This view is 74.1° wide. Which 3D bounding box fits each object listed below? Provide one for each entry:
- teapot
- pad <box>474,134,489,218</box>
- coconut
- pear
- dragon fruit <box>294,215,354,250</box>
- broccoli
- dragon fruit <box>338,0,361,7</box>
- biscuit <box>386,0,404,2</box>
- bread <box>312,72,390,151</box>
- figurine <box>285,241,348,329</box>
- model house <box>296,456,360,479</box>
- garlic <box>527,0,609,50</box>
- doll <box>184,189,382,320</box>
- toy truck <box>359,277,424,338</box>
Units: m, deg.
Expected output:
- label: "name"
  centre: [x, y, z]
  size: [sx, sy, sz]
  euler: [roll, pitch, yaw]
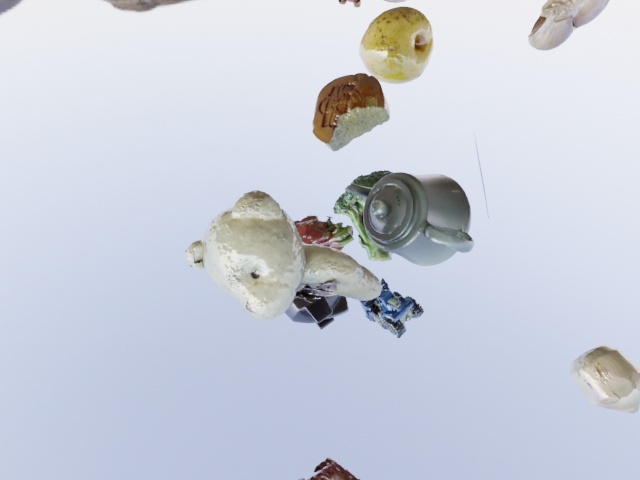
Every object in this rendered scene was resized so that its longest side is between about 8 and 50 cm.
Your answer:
- label: "teapot"
  centre: [0.143, -0.041, 0.689]
  size: [0.149, 0.163, 0.239]
  euler: [10, -160, -41]
- label: "pad"
  centre: [0.542, -0.220, 1.429]
  size: [0.004, 0.181, 0.267]
  euler: [-9, -124, 21]
- label: "coconut"
  centre: [0.808, 0.392, 1.185]
  size: [0.170, 0.171, 0.183]
  euler: [-17, -125, -16]
- label: "pear"
  centre: [0.174, -0.455, 0.998]
  size: [0.177, 0.178, 0.178]
  euler: [-3, -142, 2]
- label: "dragon fruit"
  centre: [0.001, -0.020, 1.583]
  size: [0.269, 0.198, 0.200]
  euler: [-33, -131, 24]
- label: "broccoli"
  centre: [0.182, -0.072, 1.218]
  size: [0.254, 0.269, 0.269]
  euler: [6, -147, -23]
- label: "dragon fruit"
  centre: [0.068, -0.731, 1.139]
  size: [0.133, 0.208, 0.150]
  euler: [-16, -175, 18]
- label: "biscuit"
  centre: [-0.037, -0.449, 0.542]
  size: [0.429, 0.104, 0.446]
  euler: [15, -132, -25]
- label: "bread"
  centre: [0.052, -0.257, 0.834]
  size: [0.156, 0.086, 0.125]
  euler: [-32, -118, 12]
- label: "figurine"
  centre: [-0.061, 0.070, 0.949]
  size: [0.143, 0.308, 0.309]
  euler: [-41, -147, 20]
- label: "model house"
  centre: [0.052, 0.580, 0.794]
  size: [0.253, 0.196, 0.160]
  euler: [17, -175, 38]
- label: "garlic"
  centre: [0.520, -0.491, 0.903]
  size: [0.124, 0.174, 0.099]
  euler: [27, -138, -19]
- label: "doll"
  centre: [-0.032, 0.049, 0.583]
  size: [0.278, 0.175, 0.149]
  euler: [20, -135, -41]
- label: "toy truck"
  centre: [0.204, 0.200, 1.304]
  size: [0.113, 0.126, 0.208]
  euler: [-41, -163, -14]
